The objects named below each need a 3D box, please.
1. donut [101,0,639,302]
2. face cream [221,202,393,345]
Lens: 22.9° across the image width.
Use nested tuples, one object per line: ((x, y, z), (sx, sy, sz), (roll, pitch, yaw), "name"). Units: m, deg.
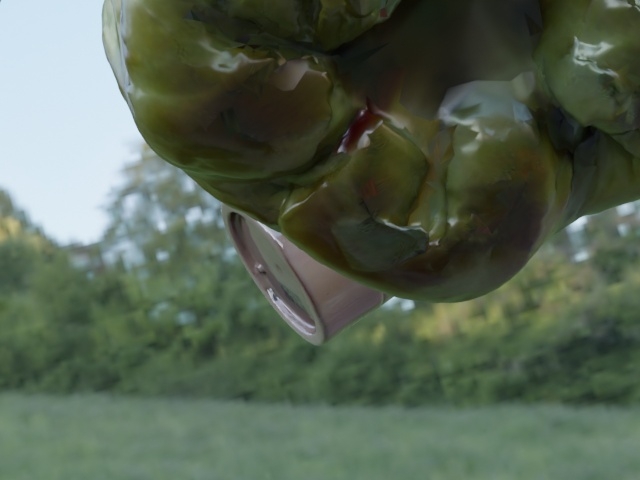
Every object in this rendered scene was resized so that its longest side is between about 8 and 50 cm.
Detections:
((0.061, -0.141, 0.771), (0.360, 0.360, 0.170), (-9, 33, -14), "donut")
((0.000, 0.000, 1.323), (0.104, 0.149, 0.149), (-34, -6, -15), "face cream")
